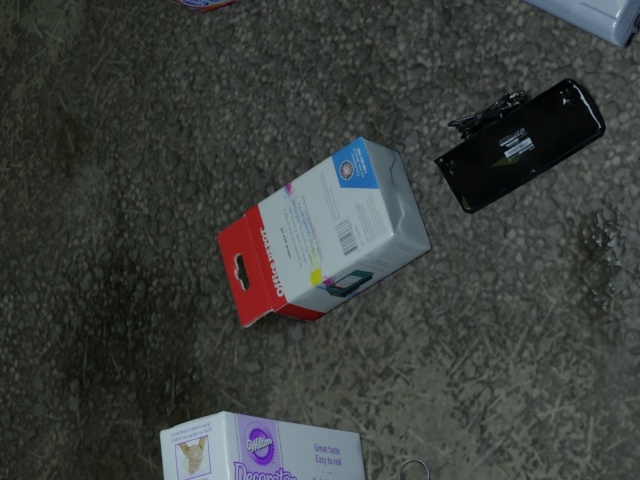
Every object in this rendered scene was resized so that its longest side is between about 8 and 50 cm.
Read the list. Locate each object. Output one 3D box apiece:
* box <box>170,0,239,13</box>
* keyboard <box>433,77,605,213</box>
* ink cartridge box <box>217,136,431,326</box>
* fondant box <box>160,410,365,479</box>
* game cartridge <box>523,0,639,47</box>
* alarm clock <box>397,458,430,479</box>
[{"bbox_3d":[-0.143,-0.430,2.220,0.128,0.122,0.257,-12,72,37],"label":"box"},{"bbox_3d":[0.214,-0.114,1.929,0.192,0.038,0.100,-31,85,28],"label":"keyboard"},{"bbox_3d":[0.000,0.000,2.032,0.231,0.078,0.134,-32,61,29],"label":"ink cartridge box"},{"bbox_3d":[-0.043,0.360,1.875,0.096,0.238,0.330,-21,67,34],"label":"fondant box"},{"bbox_3d":[0.313,-0.372,1.892,0.196,0.060,0.294,34,101,43],"label":"game cartridge"},{"bbox_3d":[0.112,0.325,1.874,0.129,0.064,0.192,-20,70,34],"label":"alarm clock"}]
